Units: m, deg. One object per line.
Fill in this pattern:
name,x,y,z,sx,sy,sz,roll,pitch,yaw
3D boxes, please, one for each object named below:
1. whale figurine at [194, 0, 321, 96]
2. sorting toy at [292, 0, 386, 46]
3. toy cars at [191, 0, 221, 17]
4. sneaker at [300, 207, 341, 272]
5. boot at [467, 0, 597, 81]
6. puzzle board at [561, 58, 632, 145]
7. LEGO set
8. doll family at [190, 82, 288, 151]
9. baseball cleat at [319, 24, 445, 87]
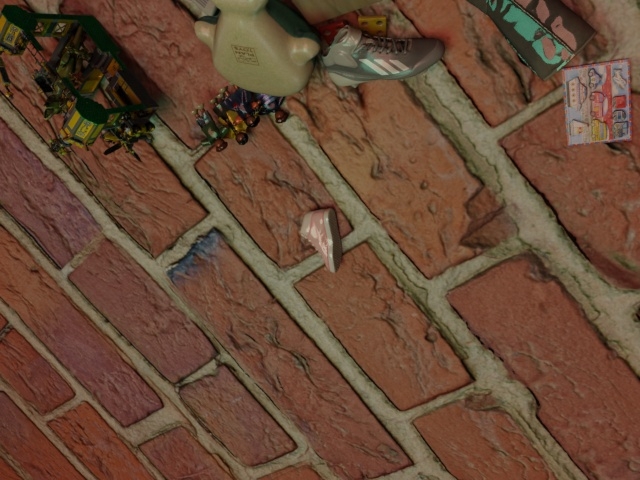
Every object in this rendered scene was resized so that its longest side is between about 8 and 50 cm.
whale figurine,-0.098,-0.349,1.015,0.216,0.141,0.272,13,164,14
sorting toy,0.015,-0.406,0.976,0.132,0.046,0.274,-9,154,28
toy cars,-0.086,-0.477,1.027,0.393,0.087,0.176,-3,114,24
sneaker,0.000,0.000,1.259,0.070,0.051,0.134,0,112,24
boot,0.322,-0.366,0.925,0.208,0.076,0.189,44,138,4
puzzle board,0.436,-0.214,0.993,0.096,0.011,0.128,-3,113,24
LEGO set,-0.484,-0.273,1.203,0.331,0.255,0.192,47,123,-1
doll family,-0.146,-0.238,1.184,0.193,0.076,0.111,-30,97,28
baseball cleat,0.095,-0.309,1.033,0.206,0.072,0.109,-10,143,26
